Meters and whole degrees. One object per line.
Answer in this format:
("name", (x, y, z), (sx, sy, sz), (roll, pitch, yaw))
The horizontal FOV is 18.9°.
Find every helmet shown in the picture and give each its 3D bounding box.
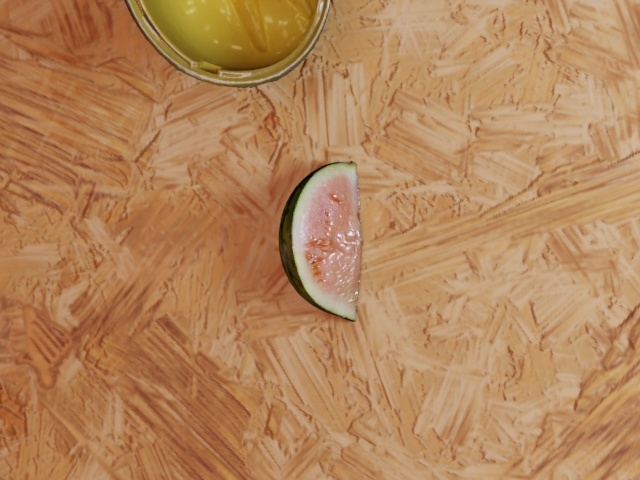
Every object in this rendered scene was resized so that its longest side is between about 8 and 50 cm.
("helmet", (-0.086, -0.274, 1.914), (0.205, 0.140, 0.257), (-35, 86, 13))

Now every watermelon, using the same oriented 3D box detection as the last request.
("watermelon", (-0.012, 0.000, 1.946), (0.069, 0.087, 0.163), (-2, 87, 54))
